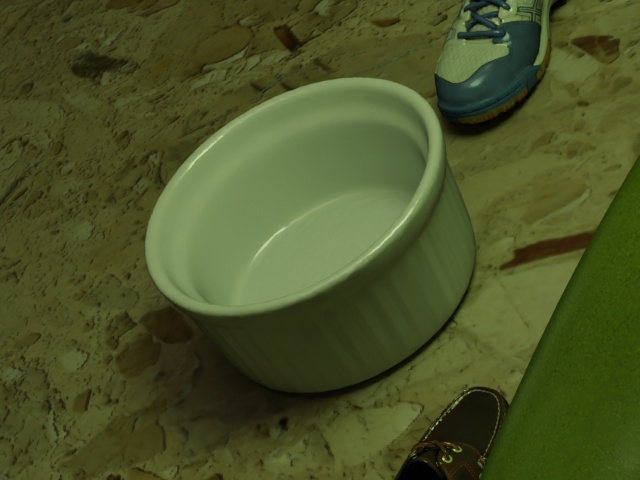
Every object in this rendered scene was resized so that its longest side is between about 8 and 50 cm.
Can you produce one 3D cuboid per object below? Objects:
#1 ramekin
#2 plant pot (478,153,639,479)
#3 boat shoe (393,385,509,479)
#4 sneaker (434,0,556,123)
[{"bbox_3d":[0.000,0.000,1.380,0.277,0.135,0.277,-19,39,16],"label":"ramekin"},{"bbox_3d":[0.265,0.120,0.930,0.353,0.366,0.366,-51,40,-6],"label":"plant pot"},{"bbox_3d":[0.088,0.184,1.169,0.073,0.073,0.207,-1,46,35],"label":"boat shoe"},{"bbox_3d":[0.170,-0.246,1.542,0.112,0.131,0.296,2,51,33],"label":"sneaker"}]
